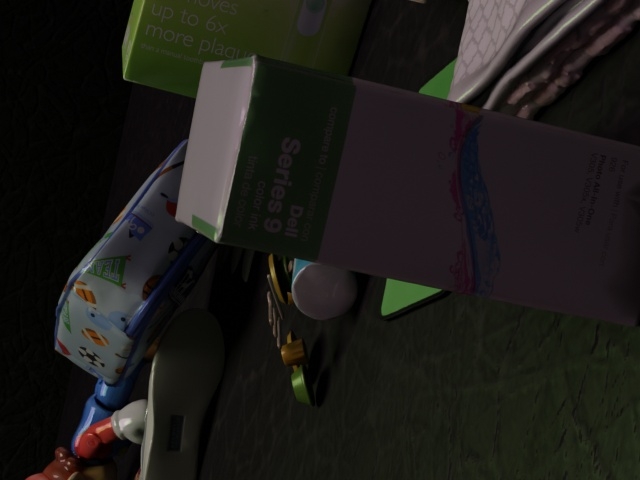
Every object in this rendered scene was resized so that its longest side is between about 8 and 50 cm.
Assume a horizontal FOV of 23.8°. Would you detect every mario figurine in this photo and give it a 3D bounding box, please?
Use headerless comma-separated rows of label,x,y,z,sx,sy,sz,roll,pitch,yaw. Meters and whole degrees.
mario figurine,-0.279,0.285,2.084,0.320,0.170,0.198,-68,-24,-8

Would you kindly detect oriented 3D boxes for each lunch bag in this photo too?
lunch bag,-0.189,0.024,1.722,0.243,0.115,0.303,-54,2,-29

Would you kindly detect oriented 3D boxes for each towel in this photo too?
towel,0.161,-0.253,0.863,0.332,0.053,0.316,134,147,-64

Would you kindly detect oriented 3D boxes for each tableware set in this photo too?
tableware set,-0.020,0.069,1.294,0.154,0.024,0.104,-95,-11,-63

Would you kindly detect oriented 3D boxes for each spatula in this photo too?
spatula,-0.075,-0.076,1.730,0.168,0.019,0.242,-170,93,-78

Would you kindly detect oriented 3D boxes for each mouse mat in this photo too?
mouse mat,0.080,-0.042,1.080,0.152,0.007,0.189,146,135,-71

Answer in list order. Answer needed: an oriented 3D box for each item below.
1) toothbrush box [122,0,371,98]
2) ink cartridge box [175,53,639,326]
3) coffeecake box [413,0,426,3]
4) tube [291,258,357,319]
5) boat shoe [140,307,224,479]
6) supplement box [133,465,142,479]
toothbrush box,-0.053,-0.270,1.425,0.122,0.206,0.283,-111,38,-68
ink cartridge box,0.046,-0.026,0.761,0.154,0.213,0.093,-160,80,-76
coffeecake box,0.072,-0.280,1.126,0.142,0.068,0.185,-65,-11,-75
tube,0.000,0.000,1.290,0.207,0.052,0.080,-94,26,-66
boat shoe,-0.164,0.185,1.702,0.081,0.079,0.227,-168,88,-72
supplement box,-0.196,0.291,1.805,0.083,0.043,0.055,119,159,-50
